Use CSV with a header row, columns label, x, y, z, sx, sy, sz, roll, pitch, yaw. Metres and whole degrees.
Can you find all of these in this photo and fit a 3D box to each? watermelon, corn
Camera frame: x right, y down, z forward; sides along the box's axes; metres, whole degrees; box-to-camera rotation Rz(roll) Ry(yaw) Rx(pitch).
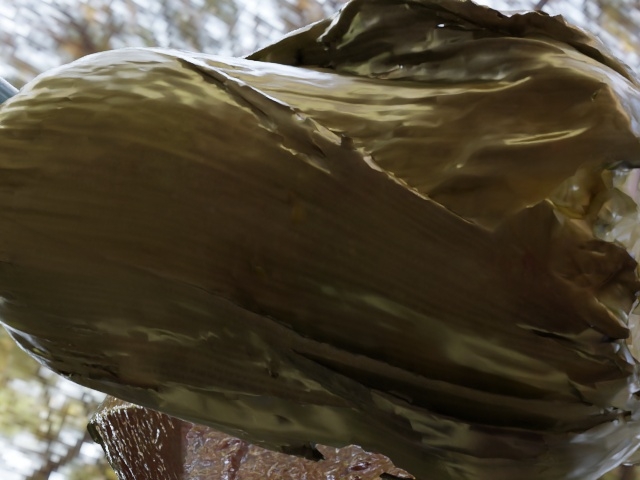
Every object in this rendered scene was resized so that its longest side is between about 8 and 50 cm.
label,x,y,z,sx,sy,sz,roll,pitch,yaw
watermelon,-0.053,0.065,1.135,0.283,0.292,0.250,-31,-127,0
corn,-0.003,0.000,0.508,0.305,0.122,0.123,5,-137,47

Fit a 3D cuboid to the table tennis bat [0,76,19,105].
label,x,y,z,sx,sy,sz,roll,pitch,yaw
table tennis bat,-0.234,-0.110,0.930,0.040,0.244,0.153,-40,-143,13
